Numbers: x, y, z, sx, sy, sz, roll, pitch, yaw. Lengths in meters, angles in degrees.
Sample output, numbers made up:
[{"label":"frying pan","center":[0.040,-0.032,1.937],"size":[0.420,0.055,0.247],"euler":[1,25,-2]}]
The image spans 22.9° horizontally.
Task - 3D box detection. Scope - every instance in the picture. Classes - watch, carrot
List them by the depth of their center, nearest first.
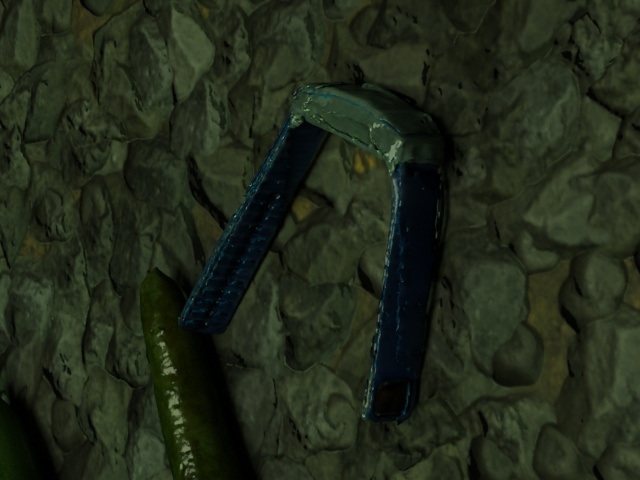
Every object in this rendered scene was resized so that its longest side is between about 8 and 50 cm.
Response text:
[{"label":"watch","center":[-0.007,-0.009,1.397],"size":[0.276,0.068,0.274],"euler":[21,110,43]},{"label":"carrot","center":[-0.116,0.191,1.498],"size":[0.074,0.074,0.358],"euler":[-35,66,40]}]

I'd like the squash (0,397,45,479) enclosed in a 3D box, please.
[{"label":"squash","center":[-0.336,0.301,1.706],"size":[0.101,0.101,0.378],"euler":[-39,63,39]}]
